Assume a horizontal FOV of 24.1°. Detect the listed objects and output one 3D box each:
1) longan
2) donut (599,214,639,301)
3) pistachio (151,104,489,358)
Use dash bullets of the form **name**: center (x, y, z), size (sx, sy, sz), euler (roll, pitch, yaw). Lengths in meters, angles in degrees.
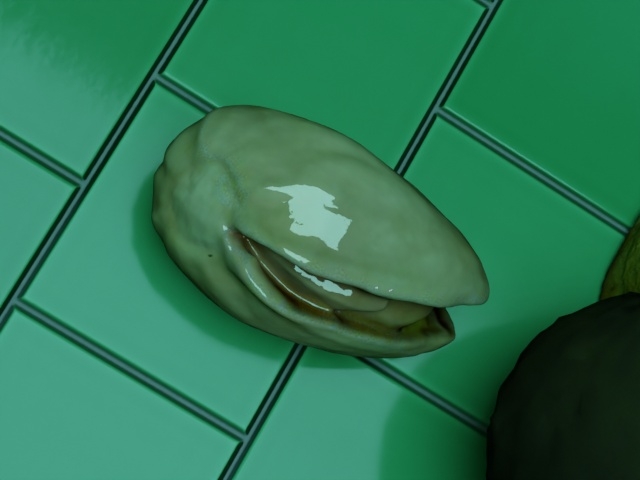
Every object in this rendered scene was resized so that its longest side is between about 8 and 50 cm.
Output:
- **longan**: center (0.362, 0.231, 1.273), size (0.436, 0.404, 0.404), euler (-6, 82, 17)
- **donut**: center (0.426, 0.006, 1.479), size (0.295, 0.112, 0.151), euler (-4, 85, -16)
- **pistachio**: center (0.000, 0.000, 1.341), size (0.318, 0.214, 0.193), euler (27, 120, -18)
